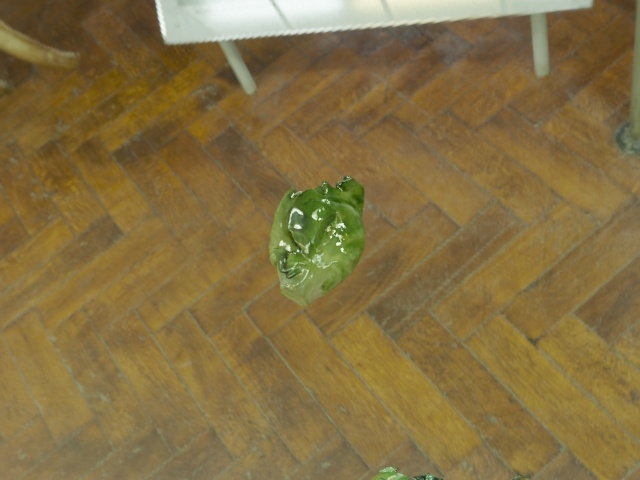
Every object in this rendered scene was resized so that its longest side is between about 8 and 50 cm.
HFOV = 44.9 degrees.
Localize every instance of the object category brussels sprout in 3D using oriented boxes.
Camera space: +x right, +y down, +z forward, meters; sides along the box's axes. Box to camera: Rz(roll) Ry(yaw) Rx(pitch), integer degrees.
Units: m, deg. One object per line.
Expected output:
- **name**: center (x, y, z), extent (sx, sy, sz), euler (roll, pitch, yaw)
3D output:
- **brussels sprout**: center (0.001, 0.001, 1.091), extent (0.100, 0.139, 0.180), euler (-21, 51, 64)

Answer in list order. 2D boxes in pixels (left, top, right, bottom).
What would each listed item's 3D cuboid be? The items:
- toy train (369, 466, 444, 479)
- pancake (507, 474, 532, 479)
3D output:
- **toy train**: center (0.108, 0.430, 1.243), extent (0.158, 0.253, 0.105), euler (3, 89, 24)
- **pancake**: center (0.419, 0.623, 1.657), extent (0.223, 0.236, 0.042), euler (-22, 15, -41)
